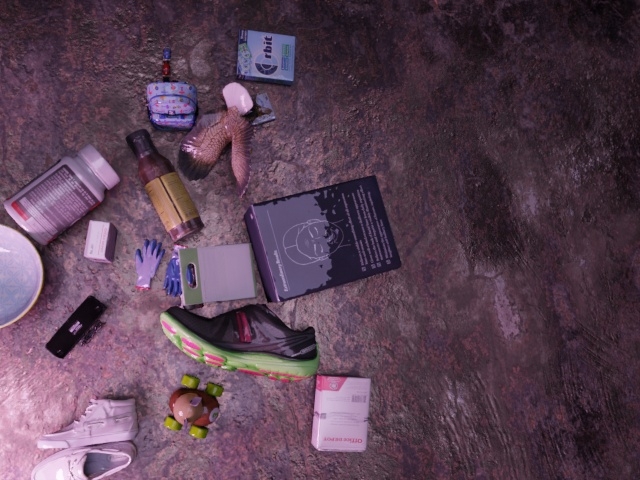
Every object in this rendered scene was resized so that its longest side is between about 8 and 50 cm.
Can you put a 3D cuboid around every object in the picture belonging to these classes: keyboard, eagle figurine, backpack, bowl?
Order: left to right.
[{"bbox_3d":[-0.889,0.102,1.524,0.290,0.156,0.289,2,82,-13],"label":"bowl"},{"bbox_3d":[-0.691,0.260,1.623,0.100,0.038,0.192,34,77,17],"label":"keyboard"},{"bbox_3d":[-0.443,-0.408,1.687,0.158,0.173,0.116,0,83,-14],"label":"backpack"},{"bbox_3d":[-0.270,-0.306,1.712,0.225,0.226,0.298,37,70,-27],"label":"eagle figurine"}]

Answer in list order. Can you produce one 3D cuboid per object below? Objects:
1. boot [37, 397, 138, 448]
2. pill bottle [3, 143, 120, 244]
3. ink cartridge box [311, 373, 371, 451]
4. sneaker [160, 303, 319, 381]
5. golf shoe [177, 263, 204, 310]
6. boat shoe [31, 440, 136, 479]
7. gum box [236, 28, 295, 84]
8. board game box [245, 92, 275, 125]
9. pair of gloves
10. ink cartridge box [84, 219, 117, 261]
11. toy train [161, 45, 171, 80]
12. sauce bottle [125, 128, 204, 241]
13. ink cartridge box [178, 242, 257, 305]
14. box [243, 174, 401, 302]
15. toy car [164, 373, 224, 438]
[{"bbox_3d":[-0.646,0.504,1.574,0.258,0.095,0.123,-1,77,-22],"label":"boot"},{"bbox_3d":[-0.721,-0.134,1.593,0.283,0.161,0.161,-42,94,-15],"label":"pill bottle"},{"bbox_3d":[0.063,0.527,1.731,0.159,0.092,0.217,7,80,-12],"label":"ink cartridge box"},{"bbox_3d":[-0.234,0.279,1.672,0.483,0.185,0.202,18,61,-14],"label":"sneaker"},{"bbox_3d":[-0.402,0.116,1.684,0.086,0.067,0.186,-11,76,7],"label":"golf shoe"},{"bbox_3d":[-0.652,0.617,1.545,0.277,0.096,0.098,-13,87,-14],"label":"boat shoe"},{"bbox_3d":[-0.178,-0.599,1.843,0.185,0.041,0.156,4,82,-12],"label":"gum box"},{"bbox_3d":[-0.203,-0.423,1.825,0.090,0.020,0.090,-19,88,-16],"label":"board game box"},{"bbox_3d":[-0.462,0.080,1.662,0.198,0.023,0.159,9,88,15],"label":"pair of gloves"},{"bbox_3d":[-0.620,0.003,1.589,0.060,0.180,0.104,8,81,-12],"label":"ink cartridge box"},{"bbox_3d":[-0.484,-0.537,1.764,0.027,0.036,0.158,2,82,-13],"label":"toy train"},{"bbox_3d":[-0.469,-0.168,1.683,0.111,0.111,0.344,-26,90,-15],"label":"sauce bottle"},{"bbox_3d":[-0.310,0.100,1.680,0.235,0.056,0.171,-4,84,-31],"label":"ink cartridge box"},{"bbox_3d":[0.000,0.000,1.721,0.396,0.212,0.293,-14,87,-15],"label":"box"},{"bbox_3d":[-0.354,0.478,1.587,0.149,0.188,0.155,22,79,-10],"label":"toy car"}]
